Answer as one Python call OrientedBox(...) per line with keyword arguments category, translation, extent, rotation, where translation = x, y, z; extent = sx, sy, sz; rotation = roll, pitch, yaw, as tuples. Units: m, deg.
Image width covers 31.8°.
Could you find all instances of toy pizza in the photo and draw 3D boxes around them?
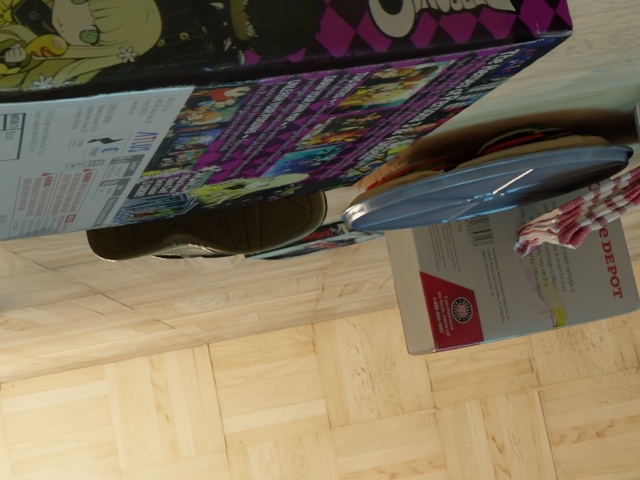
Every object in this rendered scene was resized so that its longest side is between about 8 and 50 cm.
OrientedBox(category="toy pizza", translation=(0.111, -0.044, 0.768), extent=(0.201, 0.032, 0.201), rotation=(-11, 173, -1))

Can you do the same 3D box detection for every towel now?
OrientedBox(category="towel", translation=(0.235, -0.042, 0.797), extent=(0.197, 0.029, 0.144), rotation=(-27, 177, -4))

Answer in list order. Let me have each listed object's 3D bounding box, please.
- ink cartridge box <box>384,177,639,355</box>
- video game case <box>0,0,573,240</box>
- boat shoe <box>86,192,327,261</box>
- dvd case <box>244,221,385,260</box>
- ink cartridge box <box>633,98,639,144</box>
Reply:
OrientedBox(category="ink cartridge box", translation=(0.157, 0.019, 0.955), extent=(0.176, 0.128, 0.127), rotation=(-10, 173, -6))
OrientedBox(category="video game case", translation=(-0.051, -0.048, 0.437), extent=(0.210, 0.042, 0.232), rotation=(-9, 173, -18))
OrientedBox(category="boat shoe", translation=(-0.062, -0.017, 0.649), extent=(0.152, 0.056, 0.049), rotation=(-4, -178, 24))
OrientedBox(category="dvd case", translation=(0.000, 0.000, 1.031), extent=(0.119, 0.013, 0.087), rotation=(-15, 172, 22))
OrientedBox(category="ink cartridge box", translation=(0.261, -0.054, 0.680), extent=(0.143, 0.092, 0.090), rotation=(-9, 174, -3))
